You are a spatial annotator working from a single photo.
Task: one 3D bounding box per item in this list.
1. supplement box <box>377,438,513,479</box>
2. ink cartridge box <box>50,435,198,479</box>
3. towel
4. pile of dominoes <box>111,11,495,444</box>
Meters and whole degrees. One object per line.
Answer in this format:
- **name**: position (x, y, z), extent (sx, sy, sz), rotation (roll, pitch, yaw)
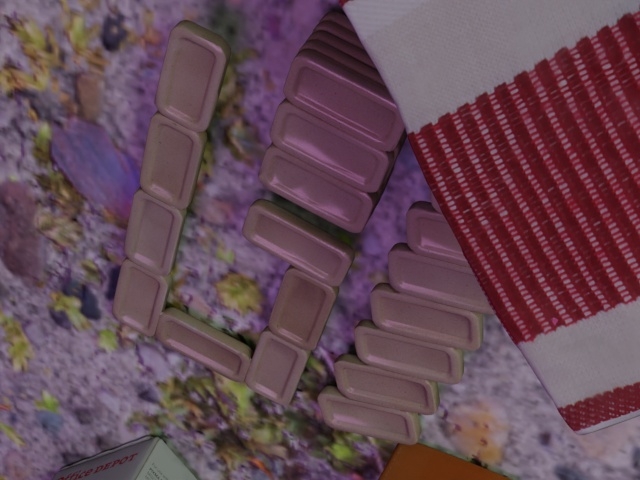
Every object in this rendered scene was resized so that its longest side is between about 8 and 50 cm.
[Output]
- **supplement box**: position (0.051, 0.229, 0.793), extent (0.080, 0.078, 0.233), rotation (18, 129, 14)
- **ink cartridge box**: position (-0.145, 0.203, 0.824), extent (0.109, 0.150, 0.063), rotation (-24, 115, 37)
- **towel**: position (0.096, -0.123, 0.400), extent (0.237, 0.037, 0.329), rotation (-27, 88, 40)
- **pile of dominoes**: position (0.000, 0.000, 0.694), extent (0.196, 0.040, 0.251), rotation (28, 139, 5)
